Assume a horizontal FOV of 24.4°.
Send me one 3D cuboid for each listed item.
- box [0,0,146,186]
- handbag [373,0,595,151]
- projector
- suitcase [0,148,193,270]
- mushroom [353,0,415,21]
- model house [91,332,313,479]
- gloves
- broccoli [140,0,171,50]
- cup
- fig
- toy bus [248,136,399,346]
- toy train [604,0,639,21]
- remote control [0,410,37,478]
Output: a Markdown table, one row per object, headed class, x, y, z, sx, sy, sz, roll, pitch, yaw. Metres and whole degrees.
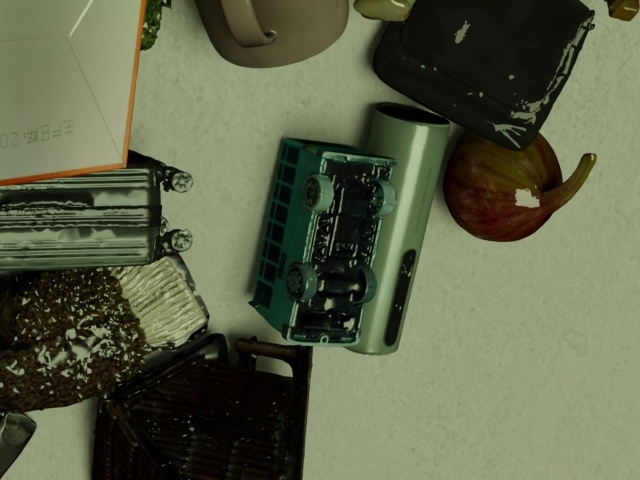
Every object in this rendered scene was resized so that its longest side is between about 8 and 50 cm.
| class | x | y | z | sx | sy | sz | roll | pitch | yaw |
| --- | --- | --- | --- | --- | --- | --- | --- | --- | --- |
| box | -0.387 | -0.238 | 1.493 | 0.349 | 0.257 | 0.318 | -13 | 123 | -42 |
| handbag | 0.213 | -0.262 | 1.960 | 0.247 | 0.080 | 0.223 | 28 | 93 | -4 |
| projector | 0.090 | -0.014 | 2.022 | 0.108 | 0.108 | 0.337 | 2 | 109 | -32 |
| suitcase | -0.312 | -0.036 | 1.669 | 0.312 | 0.202 | 0.128 | -1 | 98 | -17 |
| mushroom | 0.149 | -0.426 | 1.879 | 0.351 | 0.109 | 0.097 | -56 | 154 | -6 |
| model house | -0.163 | 0.310 | 1.975 | 0.283 | 0.297 | 0.317 | 5 | 128 | -1 |
| gloves | -0.304 | 0.102 | 1.811 | 0.312 | 0.135 | 0.210 | -33 | 126 | -14 |
| broccoli | -0.224 | -0.304 | 1.693 | 0.146 | 0.138 | 0.162 | 36 | 52 | -42 |
| cup | -0.069 | -0.306 | 1.715 | 0.192 | 0.253 | 0.200 | -6 | 124 | 12 |
| fig | 0.274 | -0.071 | 2.050 | 0.175 | 0.207 | 0.175 | -22 | 126 | -34 |
| toy bus | 0.000 | 0.000 | 1.948 | 0.128 | 0.147 | 0.256 | 5 | 103 | -32 |
| toy train | 0.428 | -0.454 | 1.908 | 0.249 | 0.178 | 0.429 | 9 | 150 | -15 |
| remote control | -0.437 | 0.308 | 1.884 | 0.059 | 0.028 | 0.212 | 32 | 92 | -36 |
